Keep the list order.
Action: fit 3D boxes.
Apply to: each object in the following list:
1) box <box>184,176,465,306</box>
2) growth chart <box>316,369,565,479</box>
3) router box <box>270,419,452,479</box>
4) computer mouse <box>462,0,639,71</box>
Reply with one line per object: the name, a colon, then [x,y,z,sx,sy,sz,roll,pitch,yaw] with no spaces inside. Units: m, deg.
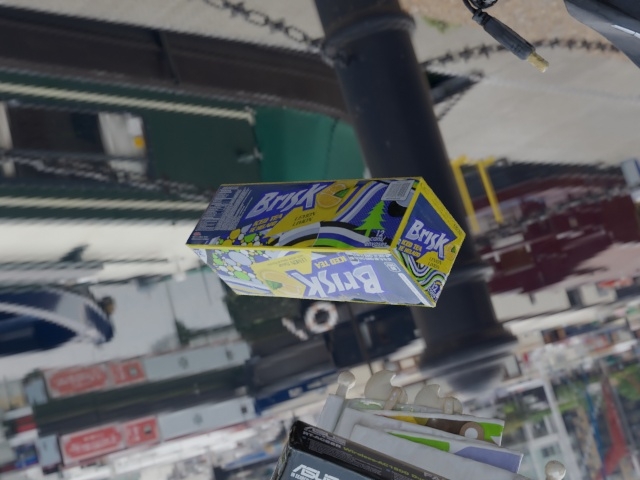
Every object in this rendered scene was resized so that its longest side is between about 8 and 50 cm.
box: [0.000,0.000,0.638,0.168,0.054,0.059,2,145,42]
growth chart: [0.078,0.199,0.834,0.237,0.172,0.021,16,156,37]
router box: [0.026,0.155,0.511,0.122,0.092,0.038,21,-168,-1]
computer mouse: [0.252,-0.202,0.909,0.184,0.262,0.060,-52,-177,-27]
